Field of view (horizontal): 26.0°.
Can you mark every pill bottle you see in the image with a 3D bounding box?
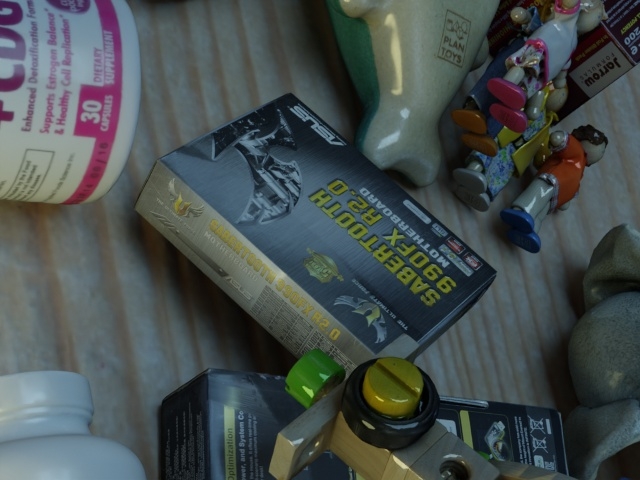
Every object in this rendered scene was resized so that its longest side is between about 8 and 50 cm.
[{"bbox_3d":[-0.279,-0.112,0.939,0.283,0.160,0.160,3,66,-30],"label":"pill bottle"},{"bbox_3d":[-0.170,0.219,0.858,0.146,0.146,0.264,0,67,-31],"label":"pill bottle"}]

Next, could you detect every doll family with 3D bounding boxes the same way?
[{"bbox_3d":[0.178,-0.129,1.215,0.118,0.263,0.163,26,61,27],"label":"doll family"}]

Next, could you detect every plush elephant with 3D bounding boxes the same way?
[{"bbox_3d":[0.325,0.113,1.163,0.330,0.255,0.272,35,63,-22],"label":"plush elephant"}]

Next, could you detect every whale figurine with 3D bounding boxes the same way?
[{"bbox_3d":[0.063,-0.187,1.217,0.216,0.141,0.272,12,84,-51],"label":"whale figurine"}]

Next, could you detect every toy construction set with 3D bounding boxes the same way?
[{"bbox_3d":[0.036,0.210,0.863,0.237,0.257,0.309,39,75,14],"label":"toy construction set"}]

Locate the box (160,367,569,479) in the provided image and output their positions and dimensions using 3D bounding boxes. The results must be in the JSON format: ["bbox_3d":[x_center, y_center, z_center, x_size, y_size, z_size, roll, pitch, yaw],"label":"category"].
[{"bbox_3d":[0.049,0.303,0.983,0.318,0.097,0.395,10,63,-30],"label":"box"}]

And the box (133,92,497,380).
[{"bbox_3d":[0.000,0.000,1.062,0.231,0.056,0.183,42,37,12],"label":"box"}]

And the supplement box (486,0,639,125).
[{"bbox_3d":[0.197,-0.240,1.308,0.239,0.130,0.073,49,53,-1],"label":"supplement box"}]
